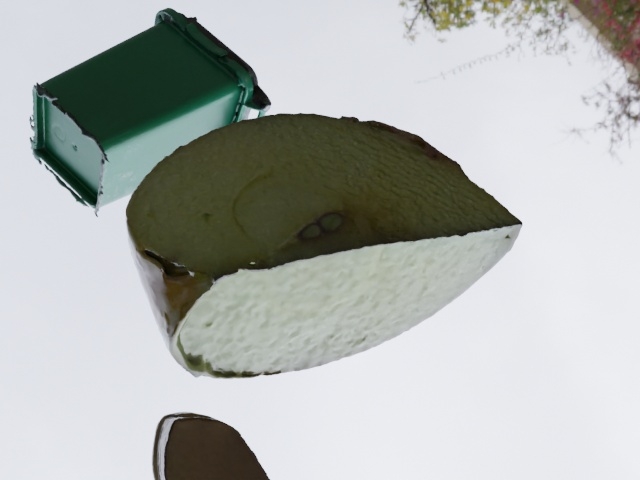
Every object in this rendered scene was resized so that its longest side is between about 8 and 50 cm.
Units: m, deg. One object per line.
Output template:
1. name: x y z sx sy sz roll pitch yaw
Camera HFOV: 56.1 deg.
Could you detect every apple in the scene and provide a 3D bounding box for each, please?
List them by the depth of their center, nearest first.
1. apple: 0.000 0.000 0.573 0.346 0.254 0.179 -11 -171 -20

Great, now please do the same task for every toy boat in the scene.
1. toy boat: -0.137 0.291 0.749 0.116 0.061 0.188 -37 -97 -28

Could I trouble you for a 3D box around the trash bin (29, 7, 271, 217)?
1. trash bin: -0.321 -0.230 1.152 0.295 0.259 0.381 42 -129 9
